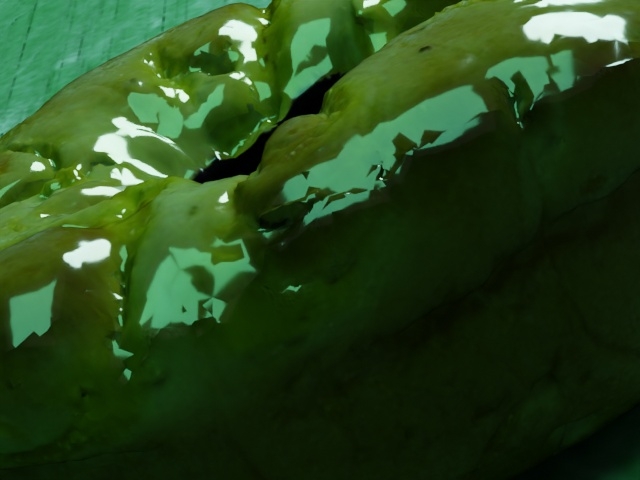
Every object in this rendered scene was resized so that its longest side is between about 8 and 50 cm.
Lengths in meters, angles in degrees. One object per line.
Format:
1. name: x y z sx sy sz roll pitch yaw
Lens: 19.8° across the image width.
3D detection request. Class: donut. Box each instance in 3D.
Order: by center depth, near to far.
1. donut: 0.000 0.000 0.568 0.261 0.128 0.208 -24 25 -2
